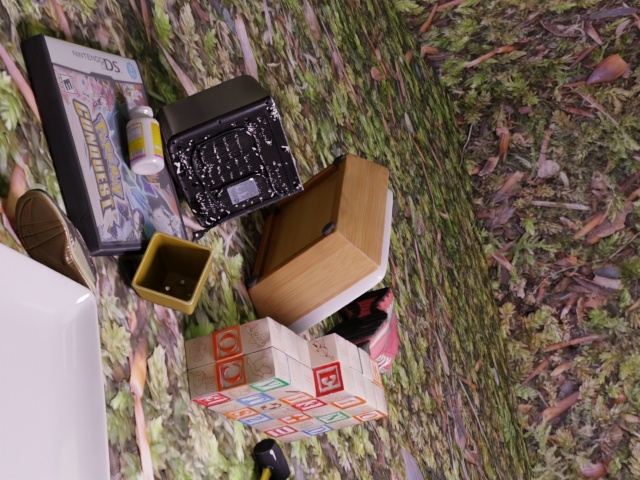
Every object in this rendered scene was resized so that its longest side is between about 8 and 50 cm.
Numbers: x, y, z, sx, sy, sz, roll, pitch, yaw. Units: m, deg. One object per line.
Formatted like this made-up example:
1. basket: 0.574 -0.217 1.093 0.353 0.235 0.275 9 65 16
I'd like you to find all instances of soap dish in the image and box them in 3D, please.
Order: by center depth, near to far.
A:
1. soap dish: 0.000 0.000 1.878 0.118 0.229 0.291 45 28 -22

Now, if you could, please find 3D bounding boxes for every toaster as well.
1. toaster: -0.135 -0.119 1.630 0.110 0.186 0.168 -121 -171 -53

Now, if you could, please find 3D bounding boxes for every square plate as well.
1. square plate: -0.310 0.160 1.078 0.344 0.049 0.347 39 37 -58

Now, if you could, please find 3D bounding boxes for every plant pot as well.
1. plant pot: -0.184 0.050 1.476 0.083 0.081 0.081 93 16 -66

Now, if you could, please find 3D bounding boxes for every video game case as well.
1. video game case: -0.267 -0.116 1.486 0.248 0.035 0.274 -3 75 -72

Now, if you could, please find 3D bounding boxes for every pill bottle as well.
1. pill bottle: -0.227 -0.129 1.490 0.043 0.043 0.083 35 42 -62

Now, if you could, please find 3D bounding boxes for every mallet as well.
1. mallet: -0.082 0.357 1.588 0.189 0.039 0.062 -74 145 -52

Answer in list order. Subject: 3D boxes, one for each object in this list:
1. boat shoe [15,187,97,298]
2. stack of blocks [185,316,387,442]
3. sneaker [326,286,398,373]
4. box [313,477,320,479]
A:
1. boat shoe: -0.291 0.004 1.284 0.049 0.056 0.152 -87 163 -58
2. stack of blocks: -0.041 0.197 1.631 0.297 0.171 0.087 39 37 -58
3. sneaker: 0.100 0.193 2.135 0.314 0.116 0.136 -53 125 -68
4. box: 0.047 0.473 1.620 0.169 0.087 0.290 51 -6 43
